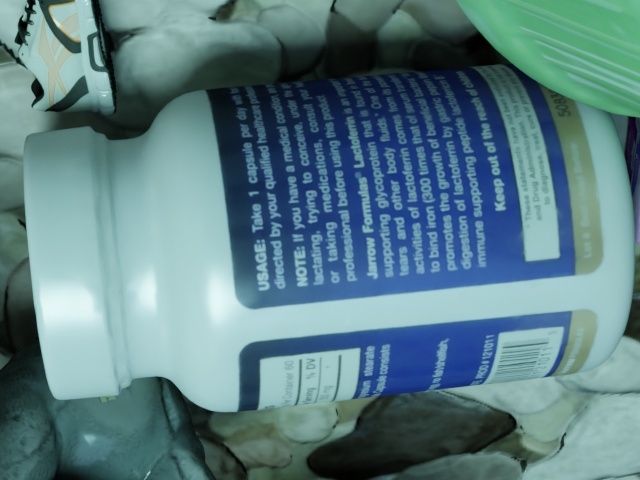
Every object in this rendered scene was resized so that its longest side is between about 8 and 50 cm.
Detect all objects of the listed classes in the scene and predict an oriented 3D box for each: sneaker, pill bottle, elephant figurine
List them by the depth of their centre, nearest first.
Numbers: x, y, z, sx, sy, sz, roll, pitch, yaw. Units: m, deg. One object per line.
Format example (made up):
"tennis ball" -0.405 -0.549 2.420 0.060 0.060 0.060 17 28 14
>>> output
"sneaker" -0.121 -0.100 0.664 0.043 0.040 0.109 -6 129 -3
"pill bottle" 0.000 0.000 0.690 0.264 0.153 0.153 -5 129 -8
"elephant figurine" -0.164 0.156 0.802 0.169 0.186 0.239 49 142 -1

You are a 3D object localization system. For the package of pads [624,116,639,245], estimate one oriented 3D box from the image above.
"package of pads" 0.176 -0.043 0.756 0.032 0.050 0.083 -4 130 0

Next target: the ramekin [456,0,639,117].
"ramekin" 0.195 -0.168 0.538 0.303 0.148 0.303 -10 117 -19
